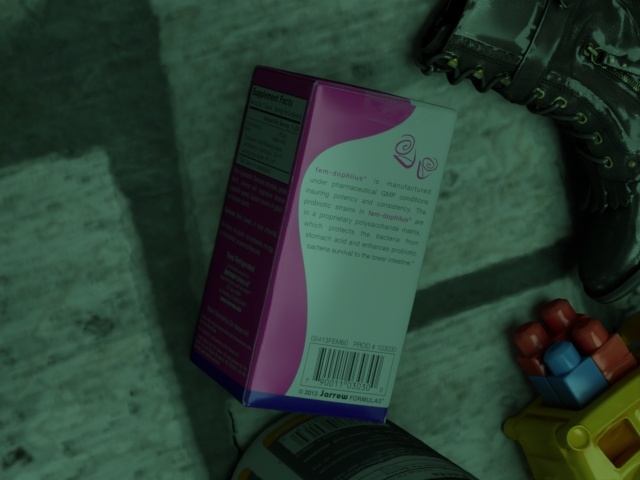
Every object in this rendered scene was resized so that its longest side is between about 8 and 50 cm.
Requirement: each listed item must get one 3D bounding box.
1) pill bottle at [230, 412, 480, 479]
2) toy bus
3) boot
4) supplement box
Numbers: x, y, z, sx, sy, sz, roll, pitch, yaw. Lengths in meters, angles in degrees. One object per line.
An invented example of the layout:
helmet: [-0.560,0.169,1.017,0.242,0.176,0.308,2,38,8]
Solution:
pill bottle: [0.053,0.221,1.095,0.162,0.278,0.162,-6,104,-24]
toy bus: [0.253,0.126,1.260,0.220,0.149,0.211,-34,97,-17]
boot: [0.171,-0.103,1.200,0.229,0.091,0.263,18,89,-22]
supplement box: [0.000,0.000,1.116,0.111,0.114,0.220,11,98,-26]
